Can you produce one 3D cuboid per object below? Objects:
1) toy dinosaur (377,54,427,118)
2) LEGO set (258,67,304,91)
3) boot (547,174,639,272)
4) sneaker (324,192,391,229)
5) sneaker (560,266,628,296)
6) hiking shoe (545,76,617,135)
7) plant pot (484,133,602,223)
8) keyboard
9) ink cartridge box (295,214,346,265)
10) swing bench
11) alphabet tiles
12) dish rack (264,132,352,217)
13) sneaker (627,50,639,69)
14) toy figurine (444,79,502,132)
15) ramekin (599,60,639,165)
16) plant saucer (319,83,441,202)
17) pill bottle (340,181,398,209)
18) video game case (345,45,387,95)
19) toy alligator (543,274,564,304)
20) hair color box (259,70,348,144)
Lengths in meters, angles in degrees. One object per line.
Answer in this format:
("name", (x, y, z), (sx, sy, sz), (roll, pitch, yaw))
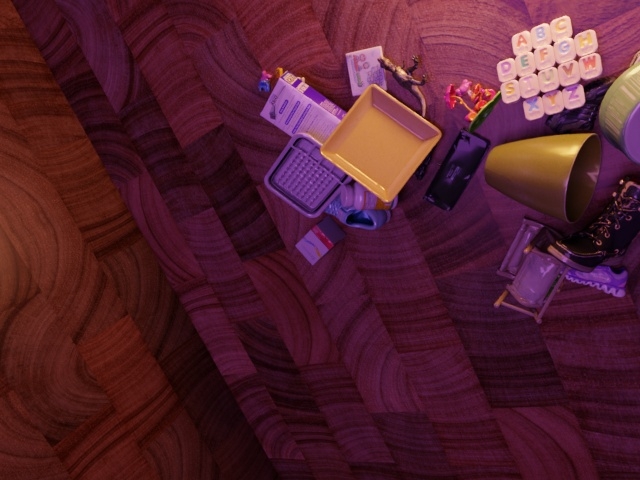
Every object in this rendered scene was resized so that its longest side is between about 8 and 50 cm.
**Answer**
("toy dinosaur", (0.322, -0.577, 1.694), (0.268, 0.064, 0.118), (50, 143, -1))
("LEGO set", (-0.174, -0.661, 1.944), (0.227, 0.087, 0.093), (13, 120, 25))
("boot", (0.879, -0.051, 1.447), (0.138, 0.377, 0.284), (54, 133, 43))
("sneaker", (0.106, -0.136, 1.996), (0.365, 0.150, 0.135), (14, 120, 26))
("sneaker", (0.942, 0.105, 1.640), (0.236, 0.095, 0.105), (19, 116, 17))
("hiking shoe", (0.822, -0.404, 1.465), (0.114, 0.086, 0.227), (44, 138, -7))
("plant pot", (0.700, -0.222, 1.537), (0.293, 0.274, 0.275), (20, 125, 43))
("keyboard", (0.470, -0.274, 1.774), (0.201, 0.033, 0.317), (29, 125, 9))
("ink cartridge box", (0.000, 0.000, 2.145), (0.127, 0.128, 0.176), (48, 128, 3))
("swing bench", (0.739, 0.100, 1.664), (0.165, 0.255, 0.254), (20, 124, 11))
("alphabet tiles", (0.693, -0.523, 1.451), (0.283, 0.021, 0.278), (-10, 87, 37))
("dish rack", (-0.047, -0.271, 1.942), (0.285, 0.072, 0.333), (35, 130, -10))
("sneaker", (0.931, -0.420, 1.377), (0.132, 0.086, 0.229), (25, 124, 17))
("toy figurine", (0.503, -0.482, 1.609), (0.159, 0.130, 0.173), (44, 107, 17))
("ramekin", (0.951, -0.343, 1.298), (0.302, 0.148, 0.304), (6, 128, 7))
("plant saucer", (0.221, -0.354, 1.771), (0.332, 0.081, 0.333), (38, 89, 9))
("pill bottle", (0.191, -0.178, 1.879), (0.208, 0.118, 0.118), (-3, 120, -13))
("video game case", (0.173, -0.633, 1.783), (0.143, 0.019, 0.158), (1, 113, 32))
("toy alligator", (0.853, 0.169, 1.748), (0.056, 0.051, 0.190), (21, 144, 24))
("hair color box", (-0.048, -0.491, 1.889), (0.338, 0.110, 0.185), (33, 129, -8))
